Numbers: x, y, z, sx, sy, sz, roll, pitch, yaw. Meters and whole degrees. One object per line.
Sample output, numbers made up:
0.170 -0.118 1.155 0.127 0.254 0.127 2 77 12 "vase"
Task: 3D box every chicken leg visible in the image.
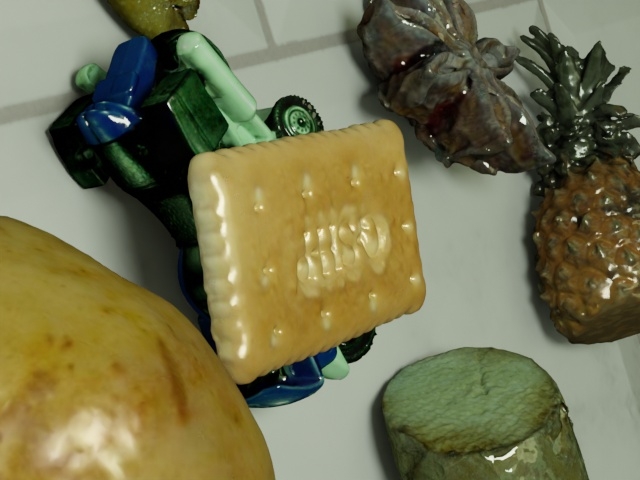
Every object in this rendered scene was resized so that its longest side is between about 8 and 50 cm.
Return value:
-0.124 -0.191 0.997 0.093 0.070 0.178 -34 115 -31 "chicken leg"

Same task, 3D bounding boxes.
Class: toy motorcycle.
-0.062 -0.001 0.978 0.331 0.125 0.196 56 43 -29 "toy motorcycle"

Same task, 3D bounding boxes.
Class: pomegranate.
-0.193 0.146 0.654 0.338 0.338 0.338 18 66 -46 "pomegranate"

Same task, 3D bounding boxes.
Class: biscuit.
0.001 0.000 0.944 0.249 0.030 0.160 -15 98 -54 "biscuit"

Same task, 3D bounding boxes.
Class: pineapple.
0.284 -0.069 1.397 0.169 0.169 0.341 9 62 -48 "pineapple"

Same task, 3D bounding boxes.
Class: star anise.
0.117 -0.147 1.240 0.236 0.109 0.223 43 25 -16 "star anise"

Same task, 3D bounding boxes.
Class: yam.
0.165 0.252 1.141 0.168 0.168 0.304 -27 102 -50 "yam"
